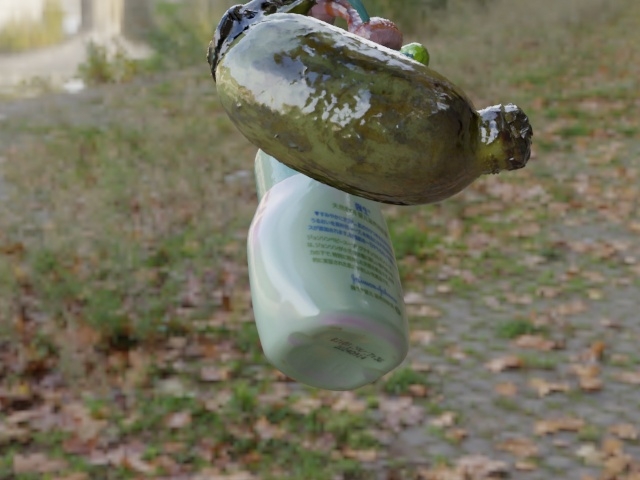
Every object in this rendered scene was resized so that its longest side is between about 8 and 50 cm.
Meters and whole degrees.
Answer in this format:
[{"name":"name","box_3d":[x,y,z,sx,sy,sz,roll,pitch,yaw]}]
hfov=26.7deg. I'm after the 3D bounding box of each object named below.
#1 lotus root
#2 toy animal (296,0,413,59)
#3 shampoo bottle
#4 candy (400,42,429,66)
[{"name":"lotus root","box_3d":[0.041,-0.118,1.244,0.309,0.173,0.173,22,17,13]},{"name":"toy animal","box_3d":[0.038,-0.264,1.658,0.100,0.103,0.208,-27,60,-13]},{"name":"shampoo bottle","box_3d":[0.000,0.000,1.658,0.222,0.350,0.151,25,-48,-37]},{"name":"candy","box_3d":[0.108,-0.250,2.196,0.096,0.097,0.209,-11,-23,-42]}]
